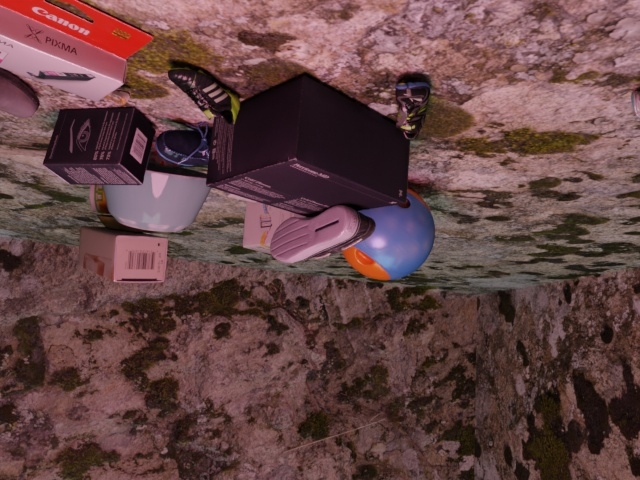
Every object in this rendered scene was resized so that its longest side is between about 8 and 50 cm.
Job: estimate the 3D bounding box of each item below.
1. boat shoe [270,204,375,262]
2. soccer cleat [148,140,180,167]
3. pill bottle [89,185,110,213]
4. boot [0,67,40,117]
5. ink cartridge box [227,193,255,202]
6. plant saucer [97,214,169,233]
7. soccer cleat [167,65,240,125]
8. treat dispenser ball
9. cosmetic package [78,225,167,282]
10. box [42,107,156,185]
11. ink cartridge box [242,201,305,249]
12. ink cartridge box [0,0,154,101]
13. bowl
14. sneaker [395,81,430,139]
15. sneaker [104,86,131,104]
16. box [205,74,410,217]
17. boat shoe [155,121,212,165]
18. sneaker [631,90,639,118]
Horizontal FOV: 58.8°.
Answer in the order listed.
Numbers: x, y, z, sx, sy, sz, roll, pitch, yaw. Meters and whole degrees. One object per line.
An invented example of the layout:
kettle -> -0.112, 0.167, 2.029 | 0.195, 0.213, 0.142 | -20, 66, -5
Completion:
boat shoe -> 0.000, 0.000, 1.428 | 0.119, 0.121, 0.335 | 18, 161, -36
soccer cleat -> -0.459, -0.234, 1.506 | 0.196, 0.068, 0.076 | 6, -172, -14
pill bottle -> -0.571, -0.143, 1.764 | 0.245, 0.136, 0.136 | 5, 168, -1
boot -> -0.727, -0.255, 1.111 | 0.118, 0.223, 0.338 | -3, 165, 28
ink cartridge box -> -0.205, -0.169, 1.619 | 0.089, 0.092, 0.143 | 11, 166, -25
plant saucer -> -0.545, -0.047, 1.710 | 0.240, 0.037, 0.241 | 6, -177, 0
soccer cleat -> -0.229, -0.288, 1.136 | 0.060, 0.072, 0.179 | -5, 164, 37
treat dispenser ball -> 0.194, -0.027, 1.681 | 0.288, 0.288, 0.288 | 4, 168, 1
cosmetic package -> -0.573, 0.037, 1.634 | 0.153, 0.129, 0.296 | 3, -175, -39
box -> -0.518, -0.220, 1.338 | 0.207, 0.153, 0.108 | 3, 160, 15
ink cartridge box -> -0.125, -0.049, 1.960 | 0.232, 0.168, 0.171 | -5, 166, 38
ink cartridge box -> -0.470, -0.347, 0.992 | 0.275, 0.060, 0.239 | 16, 165, -41
bowl -> -0.448, -0.120, 1.535 | 0.311, 0.163, 0.311 | 10, -171, -2
sneaker -> 0.183, -0.256, 1.125 | 0.067, 0.078, 0.188 | 2, 167, 11
sneaker -> -0.437, -0.314, 1.190 | 0.083, 0.037, 0.032 | 27, 144, -1
box -> -0.024, -0.185, 1.283 | 0.343, 0.179, 0.312 | 16, 165, -43
boat shoe -> -0.268, -0.237, 1.377 | 0.258, 0.109, 0.089 | -6, 171, -44
sneaker -> 0.656, -0.244, 1.061 | 0.166, 0.065, 0.076 | 11, 162, -34
